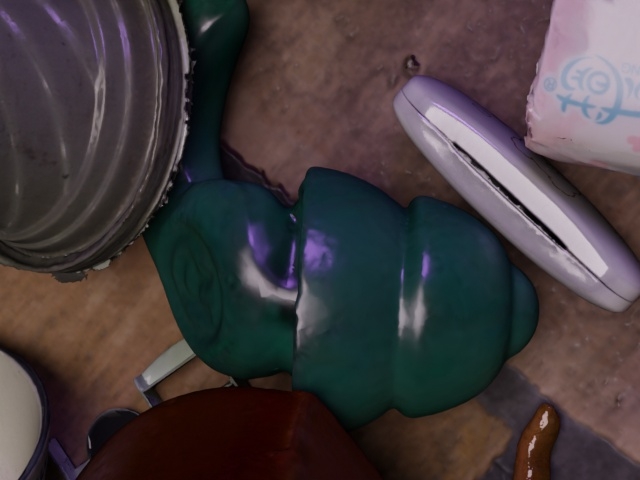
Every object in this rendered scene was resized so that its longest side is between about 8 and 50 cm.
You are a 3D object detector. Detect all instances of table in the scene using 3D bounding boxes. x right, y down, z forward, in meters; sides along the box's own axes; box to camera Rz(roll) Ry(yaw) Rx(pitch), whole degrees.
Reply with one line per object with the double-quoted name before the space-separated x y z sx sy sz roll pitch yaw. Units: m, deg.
"table" -0.091 0.170 1.028 0.146 0.062 0.175 -36 87 15

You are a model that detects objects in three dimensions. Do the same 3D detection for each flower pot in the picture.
"flower pot" -0.202 -0.093 0.960 0.235 0.140 0.236 -3 86 44

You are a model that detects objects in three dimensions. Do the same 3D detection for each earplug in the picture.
"earplug" 0.001 -0.001 0.963 0.280 0.164 0.257 11 60 3

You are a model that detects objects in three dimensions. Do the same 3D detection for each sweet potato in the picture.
"sweet potato" 0.138 0.193 0.974 0.044 0.044 0.179 -6 93 16

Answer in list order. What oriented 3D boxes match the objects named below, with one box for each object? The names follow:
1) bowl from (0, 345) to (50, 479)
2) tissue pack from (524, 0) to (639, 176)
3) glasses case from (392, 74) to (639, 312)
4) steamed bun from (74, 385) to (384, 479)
"bowl" -0.286 0.175 1.015 0.237 0.238 0.126 8 128 15
"tissue pack" 0.268 -0.119 0.873 0.271 0.124 0.201 14 94 15
"glasses case" 0.122 -0.030 0.944 0.193 0.074 0.049 43 107 10
"steamed bun" -0.039 0.288 0.885 0.248 0.235 0.379 -25 115 19
